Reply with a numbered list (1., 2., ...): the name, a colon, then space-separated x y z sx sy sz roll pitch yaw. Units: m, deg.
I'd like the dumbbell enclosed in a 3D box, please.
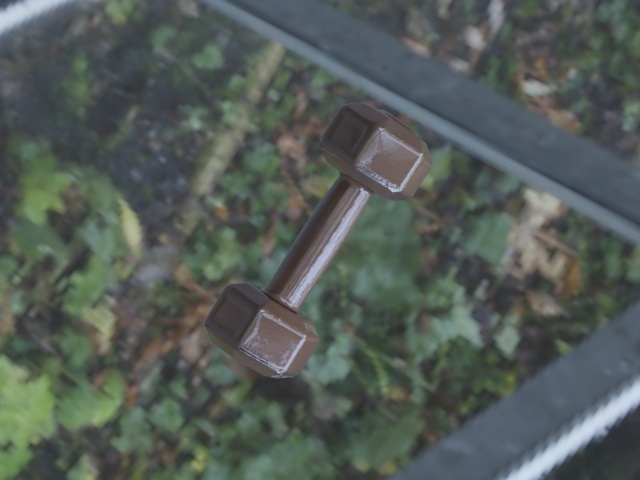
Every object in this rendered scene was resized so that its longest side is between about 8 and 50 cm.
1. dumbbell: 0.000 0.000 1.430 0.082 0.092 0.231 31 92 -47
